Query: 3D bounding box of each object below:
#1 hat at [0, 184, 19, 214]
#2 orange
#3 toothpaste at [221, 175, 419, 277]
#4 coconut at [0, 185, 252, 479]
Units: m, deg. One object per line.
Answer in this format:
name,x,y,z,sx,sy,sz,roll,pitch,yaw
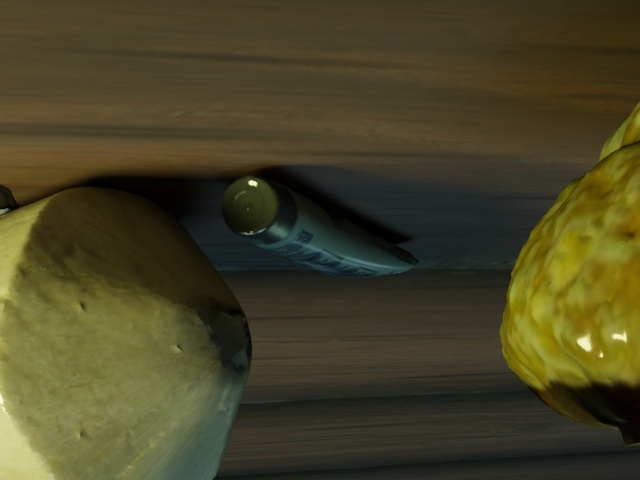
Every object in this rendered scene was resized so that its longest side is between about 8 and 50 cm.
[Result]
hat,-0.235,-0.024,0.540,0.275,0.161,0.232,18,-140,23
orange,0.265,0.000,0.883,0.369,0.210,0.271,-2,171,-24
toothpaste,0.000,0.000,1.085,0.062,0.039,0.239,-8,167,19
coconut,-0.141,0.073,0.991,0.222,0.202,0.202,-15,163,32
